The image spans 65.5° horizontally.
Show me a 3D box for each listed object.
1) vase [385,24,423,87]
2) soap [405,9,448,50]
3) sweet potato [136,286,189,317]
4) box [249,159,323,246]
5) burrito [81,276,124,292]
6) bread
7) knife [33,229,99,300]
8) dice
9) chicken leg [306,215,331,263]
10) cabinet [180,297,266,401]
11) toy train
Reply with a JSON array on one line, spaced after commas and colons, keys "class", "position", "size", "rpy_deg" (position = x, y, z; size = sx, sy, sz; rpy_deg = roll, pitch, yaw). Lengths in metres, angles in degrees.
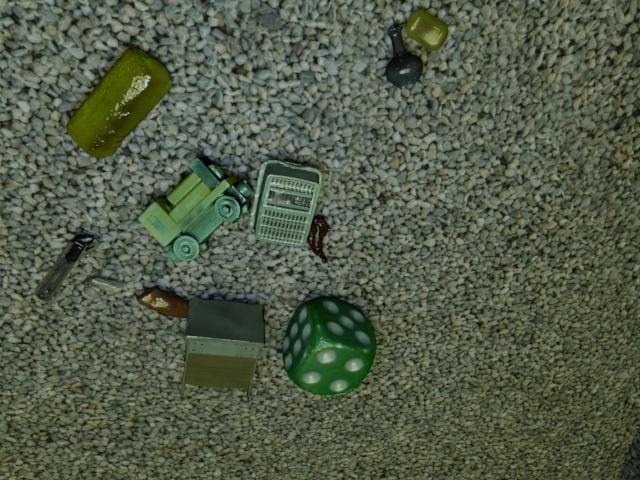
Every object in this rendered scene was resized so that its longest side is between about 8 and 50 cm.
[{"class": "vase", "position": [0.253, -0.582, 1.570], "size": [0.120, 0.120, 0.182], "rpy_deg": [-18, 105, 3]}, {"class": "soap", "position": [0.335, -0.662, 1.567], "size": [0.140, 0.045, 0.088], "rpy_deg": [24, 116, -19]}, {"class": "sweet potato", "position": [-0.582, 0.245, 1.924], "size": [0.252, 0.097, 0.097], "rpy_deg": [25, 113, -29]}, {"class": "box", "position": [-0.121, -0.131, 1.731], "size": [0.221, 0.166, 0.290], "rpy_deg": [10, 117, -12]}, {"class": "burrito", "position": [-0.820, 0.164, 1.874], "size": [0.149, 0.041, 0.055], "rpy_deg": [17, 128, -16]}, {"class": "bread", "position": [-0.627, -0.417, 1.540], "size": [0.384, 0.112, 0.166], "rpy_deg": [-42, 116, 16]}, {"class": "knife", "position": [-0.939, 0.104, 1.827], "size": [0.089, 0.043, 0.365], "rpy_deg": [37, 109, -23]}, {"class": "dice", "position": [0.030, 0.425, 1.992], "size": [0.300, 0.287, 0.297], "rpy_deg": [23, 116, -19]}, {"class": "chicken leg", "position": [-0.006, -0.001, 1.889], "size": [0.093, 0.053, 0.204], "rpy_deg": [-5, 124, -21]}, {"class": "cabinet", "position": [-0.379, 0.420, 1.912], "size": [0.290, 0.227, 0.317], "rpy_deg": [7, 120, -13]}, {"class": "toy train", "position": [-0.420, -0.105, 1.697], "size": [0.397, 0.160, 0.253], "rpy_deg": [-40, 95, 14]}]
